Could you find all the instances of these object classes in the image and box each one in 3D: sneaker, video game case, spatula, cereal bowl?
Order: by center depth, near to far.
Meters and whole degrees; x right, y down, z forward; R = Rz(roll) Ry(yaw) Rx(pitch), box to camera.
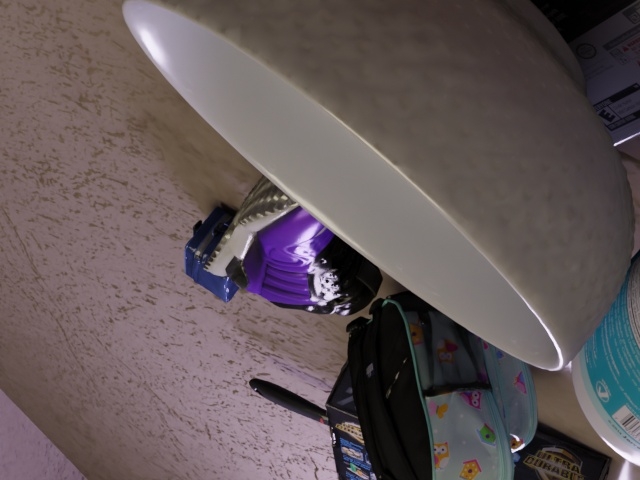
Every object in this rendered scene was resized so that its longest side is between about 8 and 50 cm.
[{"bbox_3d":[0.162,-0.139,0.618,0.173,0.022,0.190,40,156,-10],"label":"video game case"},{"bbox_3d":[0.052,-0.079,0.675,0.339,0.141,0.339,38,173,6],"label":"cereal bowl"},{"bbox_3d":[0.000,-0.001,0.994,0.146,0.102,0.293,34,160,-7],"label":"sneaker"},{"bbox_3d":[0.039,0.221,1.381,0.296,0.030,0.084,15,149,22],"label":"spatula"}]

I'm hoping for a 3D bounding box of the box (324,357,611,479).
[{"bbox_3d":[0.157,0.272,1.258,0.296,0.073,0.293,18,149,18],"label":"box"}]

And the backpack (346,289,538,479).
[{"bbox_3d":[0.108,0.150,1.001,0.144,0.188,0.166,2,160,-17],"label":"backpack"}]

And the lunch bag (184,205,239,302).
[{"bbox_3d":[-0.107,0.012,1.174,0.065,0.067,0.098,31,154,10],"label":"lunch bag"}]

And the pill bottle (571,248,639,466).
[{"bbox_3d":[0.256,0.043,0.670,0.146,0.146,0.264,32,155,8],"label":"pill bottle"}]
